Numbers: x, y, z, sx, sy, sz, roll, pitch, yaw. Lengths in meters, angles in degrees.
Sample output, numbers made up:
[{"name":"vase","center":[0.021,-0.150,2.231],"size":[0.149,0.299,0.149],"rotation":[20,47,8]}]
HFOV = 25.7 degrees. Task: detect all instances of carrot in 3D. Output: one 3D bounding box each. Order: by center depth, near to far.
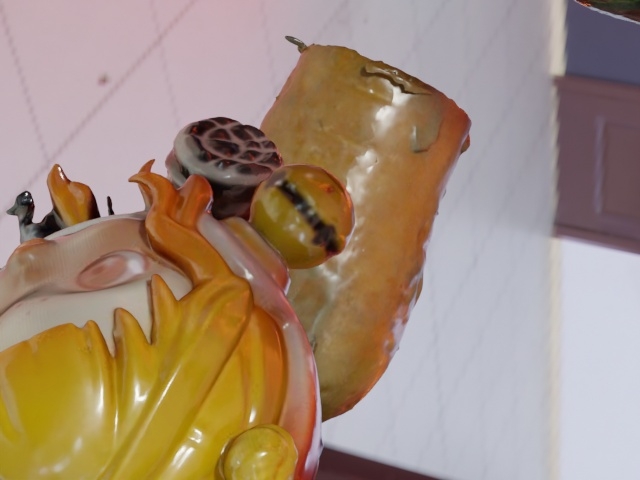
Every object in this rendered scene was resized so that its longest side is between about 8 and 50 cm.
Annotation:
[{"name":"carrot","center":[0.000,0.000,1.367],"size":[0.341,0.224,0.224],"rotation":[-67,157,-5]}]

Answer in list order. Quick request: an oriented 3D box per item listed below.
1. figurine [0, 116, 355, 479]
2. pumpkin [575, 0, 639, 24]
[{"name":"figurine","center":[-0.109,0.081,0.755],"size":[0.196,0.320,0.323],"rotation":[57,10,-29]},{"name":"pumpkin","center":[0.278,-0.330,1.116],"size":[0.323,0.241,0.323],"rotation":[7,80,-45]}]
